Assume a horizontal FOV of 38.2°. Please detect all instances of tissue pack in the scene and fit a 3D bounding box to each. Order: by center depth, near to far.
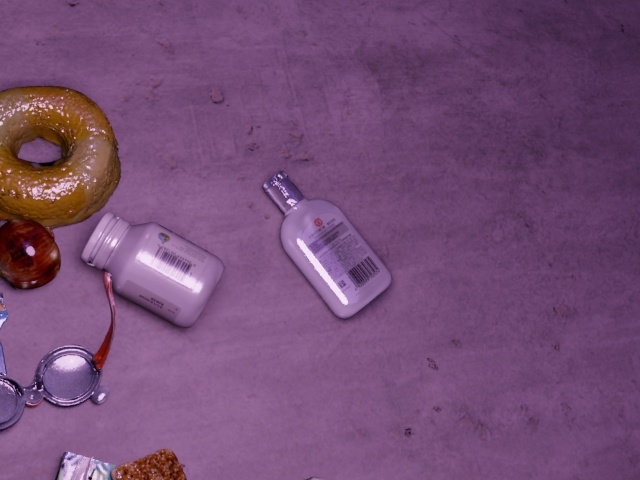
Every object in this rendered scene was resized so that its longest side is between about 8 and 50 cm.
[{"bbox_3d":[-0.365,0.384,1.397,0.085,0.079,0.111,20,64,-13],"label":"tissue pack"}]

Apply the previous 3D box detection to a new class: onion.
[{"bbox_3d":[-0.473,0.018,1.488,0.117,0.118,0.119,37,61,1],"label":"onion"}]

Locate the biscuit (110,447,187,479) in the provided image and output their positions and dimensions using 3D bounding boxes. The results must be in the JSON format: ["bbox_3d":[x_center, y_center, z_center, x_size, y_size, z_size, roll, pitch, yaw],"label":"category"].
[{"bbox_3d":[-0.234,0.440,1.425,0.131,0.025,0.231,-12,74,-54],"label":"biscuit"}]

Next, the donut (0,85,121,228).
[{"bbox_3d":[-0.470,-0.153,1.558,0.272,0.107,0.272,7,67,-16],"label":"donut"}]

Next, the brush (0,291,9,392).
[{"bbox_3d":[-0.516,0.162,1.466,0.051,0.014,0.164,-9,74,-23],"label":"brush"}]

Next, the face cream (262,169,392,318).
[{"bbox_3d":[0.000,0.000,1.694,0.144,0.071,0.291,-38,87,-30],"label":"face cream"}]

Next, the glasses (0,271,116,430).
[{"bbox_3d":[-0.407,0.178,1.360,0.234,0.268,0.118,-14,66,-34],"label":"glasses"}]

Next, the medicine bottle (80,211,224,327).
[{"bbox_3d":[-0.281,0.042,1.533,0.215,0.135,0.135,30,62,-7],"label":"medicine bottle"}]

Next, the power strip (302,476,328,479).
[{"bbox_3d":[0.047,0.483,1.483,0.224,0.140,0.139,22,63,-13],"label":"power strip"}]
